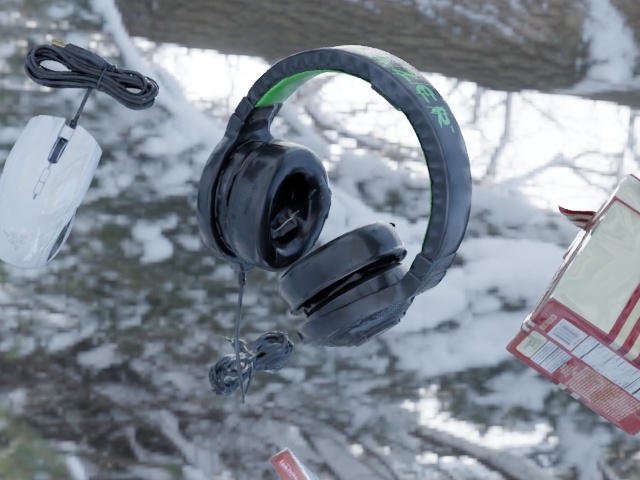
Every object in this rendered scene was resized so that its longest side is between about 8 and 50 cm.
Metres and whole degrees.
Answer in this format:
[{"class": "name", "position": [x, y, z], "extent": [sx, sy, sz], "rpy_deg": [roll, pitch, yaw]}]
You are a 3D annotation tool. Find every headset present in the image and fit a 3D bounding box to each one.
[{"class": "headset", "position": [0.000, 0.000, 1.185], "extent": [0.243, 0.185, 0.394], "rpy_deg": [43, -60, 20]}]

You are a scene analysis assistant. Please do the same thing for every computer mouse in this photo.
[{"class": "computer mouse", "position": [-0.212, -0.060, 0.997], "extent": [0.042, 0.106, 0.193], "rpy_deg": [-96, -150, -76]}]

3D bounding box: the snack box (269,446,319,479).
[{"class": "snack box", "position": [0.017, 0.246, 1.005], "extent": [0.178, 0.022, 0.064], "rpy_deg": [52, 0, 42]}]

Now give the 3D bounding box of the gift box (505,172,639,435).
[{"class": "gift box", "position": [0.417, 0.066, 1.682], "extent": [0.258, 0.276, 0.255], "rpy_deg": [-51, 177, -23]}]
